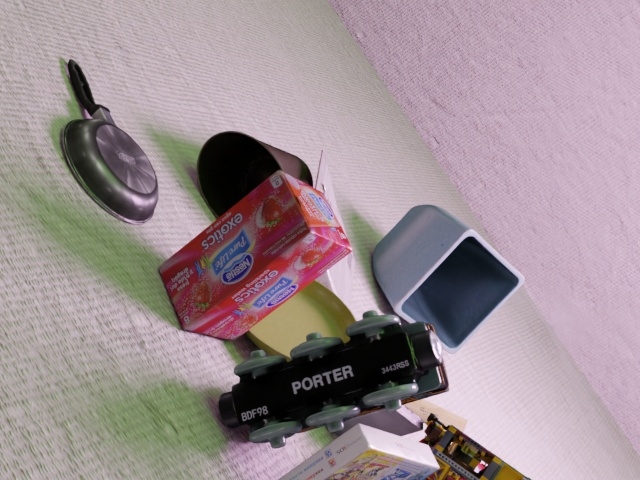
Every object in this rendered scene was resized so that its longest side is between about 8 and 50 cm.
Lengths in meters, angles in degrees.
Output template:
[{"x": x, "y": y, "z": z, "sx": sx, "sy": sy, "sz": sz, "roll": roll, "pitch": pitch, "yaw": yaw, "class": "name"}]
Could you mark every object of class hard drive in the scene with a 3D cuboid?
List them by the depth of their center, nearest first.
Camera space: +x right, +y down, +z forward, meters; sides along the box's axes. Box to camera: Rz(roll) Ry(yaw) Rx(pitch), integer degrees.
[{"x": 0.088, "y": 0.302, "z": 1.749, "sx": 0.094, "sy": 0.135, "sz": 0.022, "roll": 40, "pitch": 41, "yaw": -35, "class": "hard drive"}]

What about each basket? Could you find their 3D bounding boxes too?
[{"x": -0.105, "y": -0.105, "z": 1.982, "sx": 0.204, "sy": 0.154, "sz": 0.227, "roll": 52, "pitch": 15, "yaw": 10, "class": "basket"}]

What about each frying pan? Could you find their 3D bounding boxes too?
[{"x": -0.328, "y": -0.157, "z": 1.700, "sx": 0.197, "sy": 0.053, "sz": 0.326, "roll": 41, "pitch": 26, "yaw": -35, "class": "frying pan"}]

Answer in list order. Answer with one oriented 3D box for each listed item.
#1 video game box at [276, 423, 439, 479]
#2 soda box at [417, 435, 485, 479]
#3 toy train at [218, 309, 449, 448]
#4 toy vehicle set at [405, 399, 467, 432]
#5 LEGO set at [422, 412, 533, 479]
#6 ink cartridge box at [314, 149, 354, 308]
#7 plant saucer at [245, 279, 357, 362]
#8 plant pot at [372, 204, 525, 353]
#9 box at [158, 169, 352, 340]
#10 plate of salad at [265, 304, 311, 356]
[{"x": 0.043, "y": 0.339, "z": 1.496, "sx": 0.205, "sy": 0.187, "sz": 0.048, "roll": 29, "pitch": 31, "yaw": -52, "class": "video game box"}, {"x": 0.267, "y": 0.460, "z": 1.964, "sx": 0.263, "sy": 0.092, "sz": 0.083, "roll": 41, "pitch": 20, "yaw": -33, "class": "soda box"}, {"x": 0.026, "y": 0.202, "z": 1.496, "sx": 0.190, "sy": 0.334, "sz": 0.142, "roll": 27, "pitch": 45, "yaw": -66, "class": "toy train"}, {"x": 0.128, "y": 0.281, "z": 1.877, "sx": 0.166, "sy": 0.035, "sz": 0.267, "roll": 15, "pitch": -11, "yaw": 41, "class": "toy vehicle set"}, {"x": 0.258, "y": 0.449, "z": 1.678, "sx": 0.331, "sy": 0.192, "sz": 0.255, "roll": 35, "pitch": -7, "yaw": 11, "class": "LEGO set"}, {"x": 0.000, "y": 0.000, "z": 2.020, "sx": 0.296, "sy": 0.066, "sz": 0.261, "roll": -80, "pitch": 156, "yaw": -65, "class": "ink cartridge box"}, {"x": -0.048, "y": 0.132, "z": 1.750, "sx": 0.241, "sy": 0.037, "sz": 0.241, "roll": 22, "pitch": 31, "yaw": -14, "class": "plant saucer"}, {"x": 0.267, "y": 0.060, "z": 2.452, "sx": 0.247, "sy": 0.248, "sz": 0.252, "roll": 38, "pitch": 8, "yaw": -38, "class": "plant pot"}, {"x": -0.098, "y": 0.028, "z": 1.590, "sx": 0.128, "sy": 0.257, "sz": 0.122, "roll": 24, "pitch": 33, "yaw": -56, "class": "box"}, {"x": -0.031, "y": 0.174, "z": 1.786, "sx": 0.200, "sy": 0.048, "sz": 0.200, "roll": 23, "pitch": 30, "yaw": -14, "class": "plate of salad"}]
